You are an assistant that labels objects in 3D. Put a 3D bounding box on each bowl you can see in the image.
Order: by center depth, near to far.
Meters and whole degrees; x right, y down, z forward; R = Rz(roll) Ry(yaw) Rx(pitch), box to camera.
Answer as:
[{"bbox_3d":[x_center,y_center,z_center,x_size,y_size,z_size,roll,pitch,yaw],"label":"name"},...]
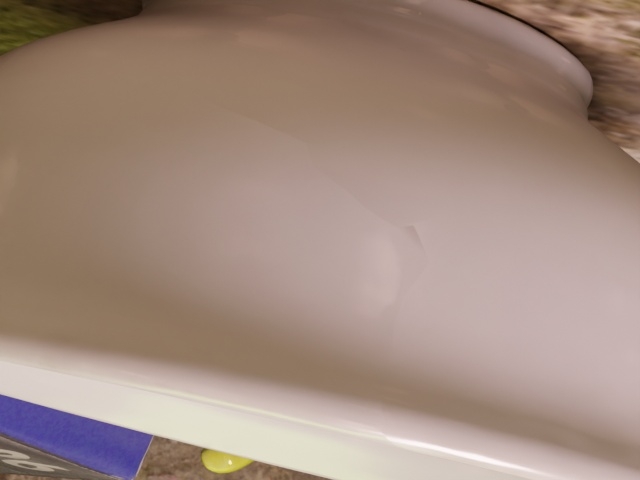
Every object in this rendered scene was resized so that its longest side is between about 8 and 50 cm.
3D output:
[{"bbox_3d":[0.000,0.000,0.607,0.298,0.134,0.298,13,172,2],"label":"bowl"}]

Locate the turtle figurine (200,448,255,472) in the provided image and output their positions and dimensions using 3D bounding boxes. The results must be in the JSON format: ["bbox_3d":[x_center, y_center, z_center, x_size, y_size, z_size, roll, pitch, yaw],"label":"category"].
[{"bbox_3d":[0.020,0.069,0.865,0.269,0.087,0.217,47,148,-3],"label":"turtle figurine"}]

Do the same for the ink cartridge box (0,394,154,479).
[{"bbox_3d":[-0.229,0.052,0.948,0.307,0.072,0.304,0,160,36],"label":"ink cartridge box"}]
